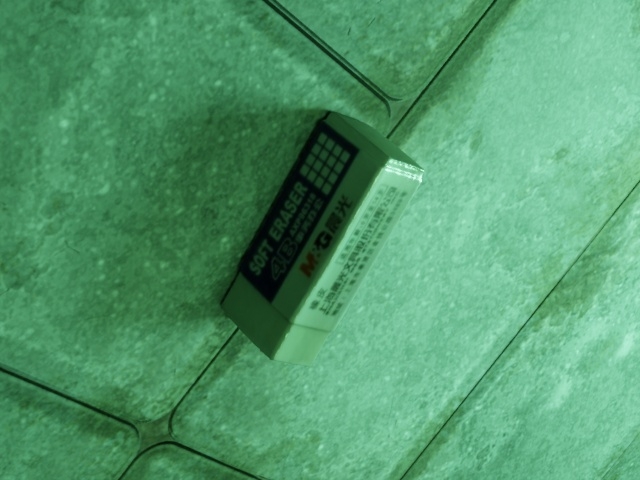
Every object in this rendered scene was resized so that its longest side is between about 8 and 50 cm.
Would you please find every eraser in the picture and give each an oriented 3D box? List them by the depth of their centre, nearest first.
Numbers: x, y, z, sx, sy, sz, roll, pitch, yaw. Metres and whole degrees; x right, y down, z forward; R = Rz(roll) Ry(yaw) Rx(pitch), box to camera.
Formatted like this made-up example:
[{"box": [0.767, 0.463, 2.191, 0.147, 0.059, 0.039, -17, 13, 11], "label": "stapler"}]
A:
[{"box": [0.000, 0.000, 1.786, 0.081, 0.124, 0.279, 15, 110, -46], "label": "eraser"}]
